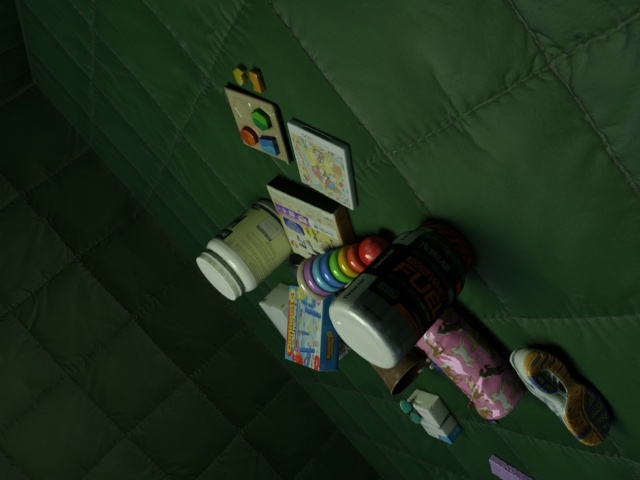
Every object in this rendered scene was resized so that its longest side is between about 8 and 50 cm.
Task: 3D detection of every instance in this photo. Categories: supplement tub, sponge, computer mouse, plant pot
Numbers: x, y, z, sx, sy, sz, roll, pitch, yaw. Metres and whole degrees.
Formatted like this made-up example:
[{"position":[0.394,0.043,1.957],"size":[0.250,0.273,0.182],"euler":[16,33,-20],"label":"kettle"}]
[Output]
[{"position":[-0.259,0.035,1.952],"size":[0.235,0.325,0.235],"euler":[37,155,21],"label":"supplement tub"},{"position":[0.733,0.890,2.008],"size":[0.210,0.031,0.117],"euler":[26,149,41],"label":"sponge"},{"position":[0.199,0.118,1.280],"size":[0.207,0.338,0.207],"euler":[37,155,21],"label":"supplement tub"},{"position":[-0.040,0.102,1.863],"size":[0.262,0.060,0.184],"euler":[29,152,35],"label":"computer mouse"},{"position":[0.247,0.414,1.855],"size":[0.165,0.167,0.167],"euler":[42,158,30],"label":"plant pot"}]

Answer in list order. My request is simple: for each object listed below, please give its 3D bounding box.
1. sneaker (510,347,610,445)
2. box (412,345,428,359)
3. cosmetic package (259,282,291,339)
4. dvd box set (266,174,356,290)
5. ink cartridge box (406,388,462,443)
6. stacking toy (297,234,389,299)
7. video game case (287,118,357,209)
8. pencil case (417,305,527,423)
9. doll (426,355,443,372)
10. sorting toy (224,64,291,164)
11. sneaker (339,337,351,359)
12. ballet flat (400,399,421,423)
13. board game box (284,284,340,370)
[{"position":[0.598,0.376,1.350],"size":[0.296,0.112,0.131],"euler":[51,174,-5],"label":"sneaker"},{"position":[0.323,0.366,1.871],"size":[0.136,0.028,0.081],"euler":[52,157,-19],"label":"box"},{"position":[-0.084,0.388,2.451],"size":[0.217,0.156,0.385],"euler":[10,137,54],"label":"cosmetic package"},{"position":[0.000,0.000,1.788],"size":[0.308,0.062,0.420],"euler":[26,149,39],"label":"dvd box set"},{"position":[0.443,0.688,2.114],"size":[0.190,0.082,0.140],"euler":[56,156,-16],"label":"ink cartridge box"},{"position":[0.073,0.068,1.590],"size":[0.141,0.141,0.330],"euler":[50,138,-8],"label":"stacking toy"},{"position":[0.007,-0.207,1.486],"size":[0.206,0.026,0.227],"euler":[32,153,32],"label":"video game case"},{"position":[0.390,0.323,1.516],"size":[0.386,0.167,0.160],"euler":[47,178,2],"label":"pencil case"},{"position":[0.430,0.421,1.749],"size":[0.189,0.046,0.129],"euler":[18,145,49],"label":"doll"},{"position":[-0.198,-0.366,1.559],"size":[0.229,0.041,0.307],"euler":[31,153,32],"label":"sorting toy"},{"position":[0.127,0.397,2.079],"size":[0.108,0.169,0.292],"euler":[54,155,-13],"label":"sneaker"},{"position":[0.345,0.661,2.094],"size":[0.114,0.041,0.041],"euler":[50,157,-2],"label":"ballet flat"},{"position":[-0.031,0.332,2.113],"size":[0.302,0.086,0.308],"euler":[-6,79,62],"label":"board game box"}]
